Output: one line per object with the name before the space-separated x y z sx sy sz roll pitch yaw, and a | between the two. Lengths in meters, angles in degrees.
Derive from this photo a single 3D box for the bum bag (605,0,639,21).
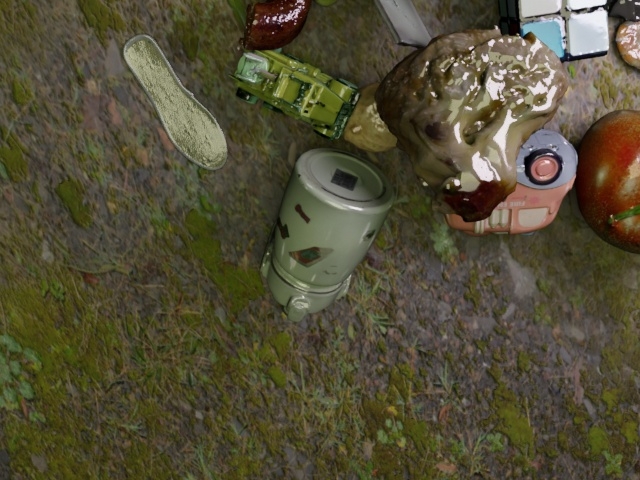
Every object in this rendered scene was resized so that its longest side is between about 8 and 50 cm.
bum bag | 0.668 -0.563 1.513 0.142 0.080 0.326 40 100 -19

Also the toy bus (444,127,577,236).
toy bus | 0.369 -0.113 1.601 0.287 0.194 0.232 -2 118 3

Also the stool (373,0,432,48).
stool | 0.208 -0.515 1.392 0.243 0.170 0.270 -32 75 32

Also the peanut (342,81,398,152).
peanut | 0.116 -0.248 1.594 0.159 0.109 0.141 -28 91 7

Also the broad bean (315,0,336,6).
broad bean | 0.012 -0.505 1.548 0.063 0.045 0.083 -4 115 4

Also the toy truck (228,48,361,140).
toy truck | -0.061 -0.295 1.539 0.259 0.135 0.128 29 105 11

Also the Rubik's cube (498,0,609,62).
Rubik's cube | 0.439 -0.434 1.497 0.167 0.183 0.180 -8 109 4

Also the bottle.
bottle | 0.000 0.000 1.619 0.229 0.229 0.352 18 127 -5

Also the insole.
insole | -0.301 -0.283 1.639 0.109 0.007 0.322 -30 106 9

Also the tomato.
tomato | 0.656 -0.131 1.565 0.303 0.239 0.304 -1 122 -1

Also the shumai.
shumai | 0.263 -0.204 1.382 0.346 0.283 0.217 1 146 9

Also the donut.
donut | -0.080 -0.475 1.503 0.141 0.085 0.217 3 88 -17

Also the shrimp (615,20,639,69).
shrimp | 0.681 -0.381 1.588 0.190 0.042 0.101 33 98 -9
